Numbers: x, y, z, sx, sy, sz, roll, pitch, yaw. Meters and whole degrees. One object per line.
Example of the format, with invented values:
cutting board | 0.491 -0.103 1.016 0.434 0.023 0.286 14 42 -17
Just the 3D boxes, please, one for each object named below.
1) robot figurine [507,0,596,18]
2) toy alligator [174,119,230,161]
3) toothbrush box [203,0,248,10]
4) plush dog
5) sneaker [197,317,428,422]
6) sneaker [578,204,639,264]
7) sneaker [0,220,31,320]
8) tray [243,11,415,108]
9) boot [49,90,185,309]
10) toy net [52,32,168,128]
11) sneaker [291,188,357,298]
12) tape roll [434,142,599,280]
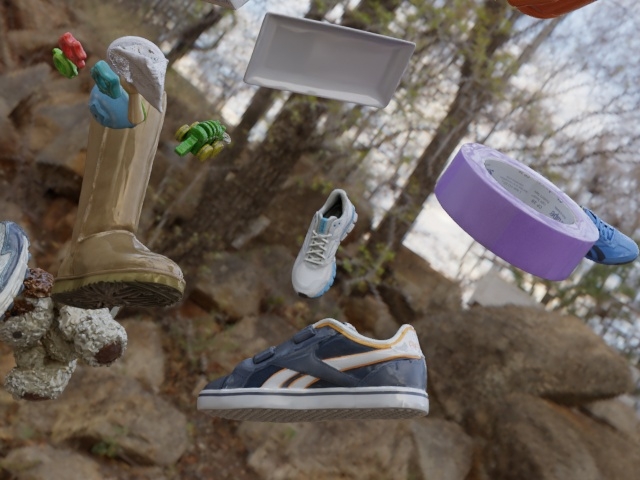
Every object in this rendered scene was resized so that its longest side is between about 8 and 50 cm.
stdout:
robot figurine | 0.324 -0.367 1.289 0.128 0.158 0.219 17 -12 -24
toy alligator | -0.171 -0.165 1.515 0.056 0.051 0.190 43 22 4
toothbrush box | -0.218 -0.552 1.641 0.216 0.126 0.295 32 -19 52
plush dog | -0.478 0.124 1.666 0.262 0.210 0.225 -30 -48 27
sneaker | -0.011 0.179 1.327 0.321 0.127 0.126 -5 -20 16
sneaker | 0.507 -0.016 1.835 0.209 0.069 0.082 21 -35 0
sneaker | -0.470 0.080 1.193 0.110 0.283 0.122 12 -28 48
tray | 0.014 -0.309 1.663 0.270 0.145 0.030 8 42 -20
boot | -0.227 -0.059 1.163 0.236 0.269 0.089 -5 -22 42
toy net | -0.207 -0.177 1.010 0.122 0.045 0.232 58 -26 -13
sneaker | 0.000 0.000 1.550 0.071 0.190 0.083 14 -25 14
tape roll | 0.331 -0.052 1.655 0.275 0.090 0.275 27 24 -13
